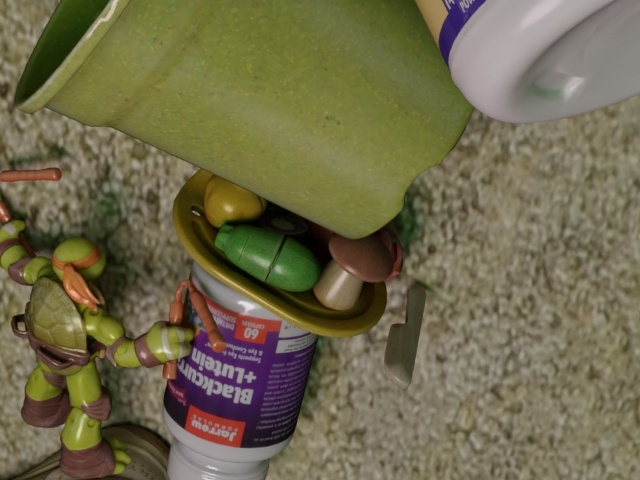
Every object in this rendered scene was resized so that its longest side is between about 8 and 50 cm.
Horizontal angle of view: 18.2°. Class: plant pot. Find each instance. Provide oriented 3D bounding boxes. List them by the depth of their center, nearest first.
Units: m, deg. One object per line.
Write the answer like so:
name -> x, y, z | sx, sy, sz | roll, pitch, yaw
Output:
plant pot -> -0.030, -0.140, 1.375 | 0.254, 0.276, 0.276 | 32, 117, -16

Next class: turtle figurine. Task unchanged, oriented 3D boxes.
turtle figurine -> -0.183, 0.081, 1.538 | 0.269, 0.087, 0.217 | 31, 133, 30

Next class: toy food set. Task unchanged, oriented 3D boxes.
toy food set -> 0.000, 0.000, 1.476 | 0.218, 0.128, 0.071 | 31, 127, -3

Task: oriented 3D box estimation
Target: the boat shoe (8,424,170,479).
boat shoe -> -0.271, 0.269, 1.668 | 0.341, 0.110, 0.122 | -35, 102, 23

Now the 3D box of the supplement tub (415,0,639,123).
supplement tub -> 0.133, -0.265, 1.218 | 0.241, 0.241, 0.331 | -32, 72, 23

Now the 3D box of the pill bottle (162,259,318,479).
pill bottle -> -0.064, 0.105, 1.551 | 0.108, 0.108, 0.193 | 16, 115, 6
